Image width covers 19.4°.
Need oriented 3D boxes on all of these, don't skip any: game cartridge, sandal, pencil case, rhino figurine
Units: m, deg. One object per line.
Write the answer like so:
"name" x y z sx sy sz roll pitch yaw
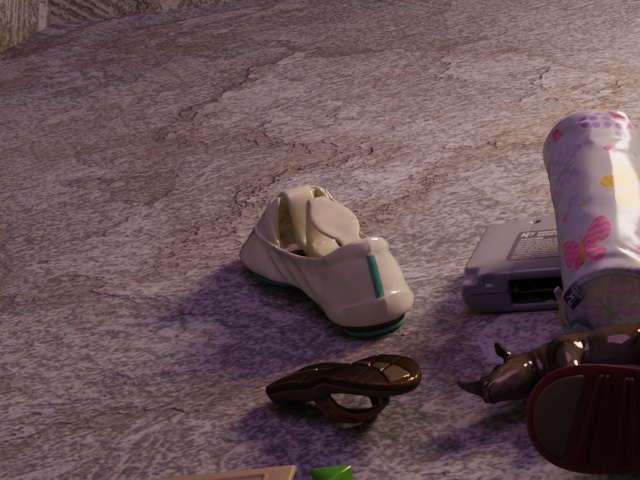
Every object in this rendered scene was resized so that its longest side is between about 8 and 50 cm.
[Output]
"game cartridge" 0.321 0.016 2.142 0.294 0.060 0.196 -5 23 19
"sandal" 0.026 0.158 1.904 0.090 0.060 0.219 -20 5 -42
"pencil case" 0.302 -0.017 2.008 0.113 0.124 0.273 17 44 -15
"rhino figurine" 0.253 0.127 1.825 0.243 0.073 0.106 -9 22 12

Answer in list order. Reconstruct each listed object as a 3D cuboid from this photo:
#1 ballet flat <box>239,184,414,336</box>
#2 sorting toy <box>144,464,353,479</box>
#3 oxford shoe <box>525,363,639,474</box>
"ballet flat" 0.000 0.000 2.256 0.139 0.139 0.400 -17 19 -17
"sorting toy" -0.122 0.263 1.691 0.347 0.047 0.196 -7 15 12
"oxford shoe" 0.360 0.156 1.611 0.348 0.123 0.130 8 1 21
